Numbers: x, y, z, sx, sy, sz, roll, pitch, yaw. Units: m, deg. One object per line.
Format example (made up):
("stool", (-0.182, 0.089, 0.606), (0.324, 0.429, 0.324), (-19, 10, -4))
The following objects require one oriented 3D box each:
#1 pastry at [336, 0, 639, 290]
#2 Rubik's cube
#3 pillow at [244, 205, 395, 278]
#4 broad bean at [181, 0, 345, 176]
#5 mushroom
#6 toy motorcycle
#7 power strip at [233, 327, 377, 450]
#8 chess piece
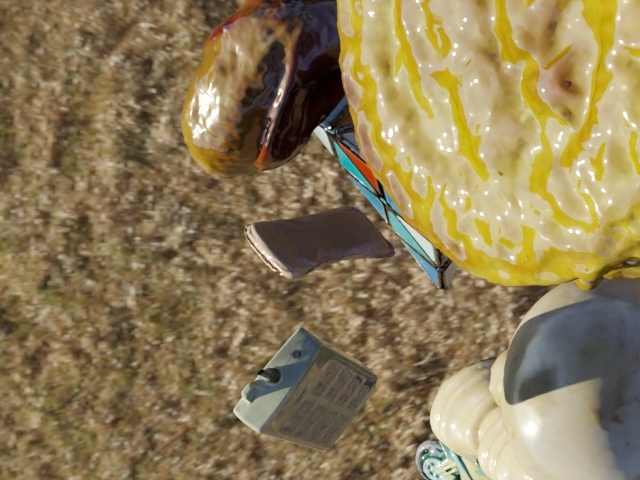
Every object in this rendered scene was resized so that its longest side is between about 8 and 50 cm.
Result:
("pastry", (0.123, -0.100, 0.530), (0.235, 0.132, 0.240), (24, 120, 45))
("Rubik's cube", (0.159, -0.113, 1.295), (0.234, 0.250, 0.284), (-39, 98, -5))
("pillow", (-0.002, -0.002, 1.809), (0.135, 0.211, 0.034), (51, 138, 37))
("broad bean", (-0.044, -0.159, 1.192), (0.228, 0.156, 0.122), (-49, 65, 26))
("mushroom", (0.247, 0.138, 1.059), (0.206, 0.209, 0.206), (4, 61, -7))
("toy motorcycle", (0.290, 0.348, 1.805), (0.296, 0.109, 0.198), (31, 128, 14))
("power strip", (-0.007, 0.117, 0.930), (0.029, 0.227, 0.080), (38, 89, 21))
("chess piece", (0.233, 0.231, 1.369), (0.139, 0.307, 0.124), (8, 100, -12))
